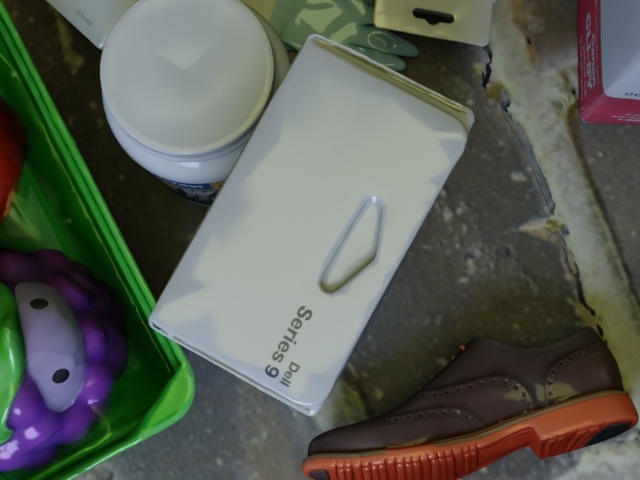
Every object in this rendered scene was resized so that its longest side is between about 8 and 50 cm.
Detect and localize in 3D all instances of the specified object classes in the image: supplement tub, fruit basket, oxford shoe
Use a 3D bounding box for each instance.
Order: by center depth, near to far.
[{"bbox_3d":[-0.287,0.021,0.694,0.283,0.392,0.392,-29,84,-1],"label":"fruit basket"},{"bbox_3d":[-0.089,-0.108,0.781,0.144,0.200,0.144,0,84,2],"label":"supplement tub"},{"bbox_3d":[0.114,0.139,0.815,0.271,0.097,0.098,-11,64,-4],"label":"oxford shoe"}]

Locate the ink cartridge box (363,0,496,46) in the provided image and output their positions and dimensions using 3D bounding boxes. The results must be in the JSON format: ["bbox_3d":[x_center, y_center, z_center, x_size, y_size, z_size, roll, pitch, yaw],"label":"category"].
[{"bbox_3d":[0.097,-0.252,0.841,0.104,0.061,0.181,8,84,-9],"label":"ink cartridge box"}]

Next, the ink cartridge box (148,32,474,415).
[{"bbox_3d":[0.000,0.000,0.722,0.121,0.289,0.211,28,85,4],"label":"ink cartridge box"}]

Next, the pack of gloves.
[{"bbox_3d":[-0.002,-0.254,0.872,0.232,0.046,0.195,20,84,4],"label":"pack of gloves"}]

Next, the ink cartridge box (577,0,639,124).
[{"bbox_3d":[0.356,-0.193,0.682,0.279,0.385,0.160,2,84,2],"label":"ink cartridge box"}]

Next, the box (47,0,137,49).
[{"bbox_3d":[-0.169,-0.277,0.825,0.182,0.119,0.181,42,101,6],"label":"box"}]
